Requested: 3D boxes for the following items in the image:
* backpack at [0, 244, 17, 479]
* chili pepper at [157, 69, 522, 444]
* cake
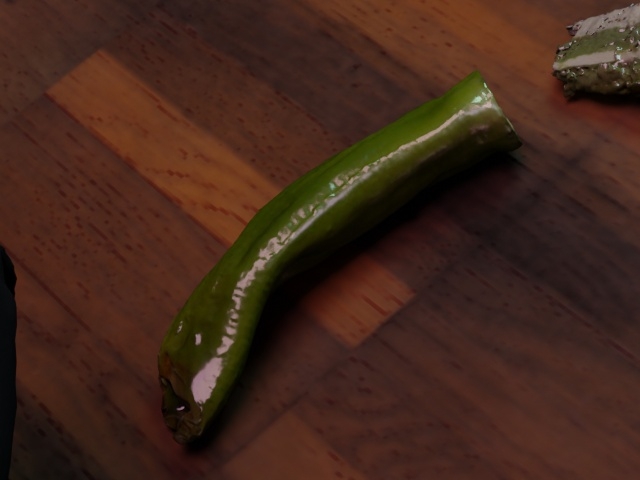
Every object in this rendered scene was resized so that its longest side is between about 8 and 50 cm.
[{"bbox_3d":[-0.247,0.166,0.628,0.363,0.255,0.446,4,67,26],"label":"backpack"},{"bbox_3d":[0.000,0.000,0.804,0.201,0.050,0.052,-42,12,-12],"label":"chili pepper"},{"bbox_3d":[0.166,-0.078,0.814,0.140,0.055,0.051,-7,49,40],"label":"cake"}]
